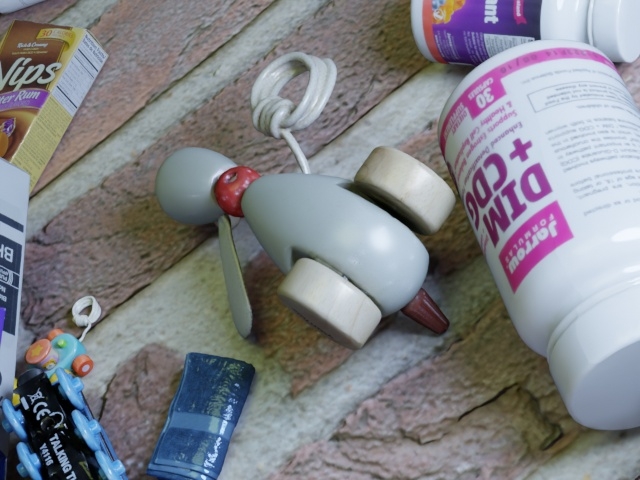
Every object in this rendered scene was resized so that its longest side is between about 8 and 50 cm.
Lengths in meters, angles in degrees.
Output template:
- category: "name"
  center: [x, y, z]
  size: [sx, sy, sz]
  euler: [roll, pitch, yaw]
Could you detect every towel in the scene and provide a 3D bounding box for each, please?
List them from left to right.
- category: "towel"
  center: [-0.103, 0.155, 1.288]
  size: [0.067, 0.029, 0.119]
  euler: [6, 63, 29]

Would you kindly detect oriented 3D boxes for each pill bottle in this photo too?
- category: "pill bottle"
  center: [0.187, -0.204, 1.321]
  size: [0.193, 0.108, 0.108]
  euler: [9, 65, 30]
- category: "pill bottle"
  center: [0.205, -0.007, 1.153]
  size: [0.160, 0.160, 0.283]
  euler: [-26, 52, 9]

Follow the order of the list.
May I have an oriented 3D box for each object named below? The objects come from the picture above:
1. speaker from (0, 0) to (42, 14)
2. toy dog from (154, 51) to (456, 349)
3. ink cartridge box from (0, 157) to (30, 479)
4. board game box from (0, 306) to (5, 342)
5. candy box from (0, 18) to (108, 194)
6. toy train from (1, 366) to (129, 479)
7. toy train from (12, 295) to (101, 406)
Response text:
- category: "speaker"
  center: [-0.303, -0.297, 1.659]
  size: [0.136, 0.055, 0.055]
  euler: [-17, 54, 17]
- category: "toy dog"
  center: [0.000, 0.000, 1.288]
  size: [0.220, 0.161, 0.334]
  euler: [-40, 36, 2]
- category: "ink cartridge box"
  center: [-0.356, 0.094, 1.381]
  size: [0.165, 0.065, 0.333]
  euler: [-19, 60, 29]
- category: "board game box"
  center: [-0.404, 0.215, 1.281]
  size: [0.233, 0.078, 0.347]
  euler: [5, 86, 32]
- category: "candy box"
  center: [-0.316, -0.141, 1.569]
  size: [0.109, 0.053, 0.187]
  euler: [12, 65, 32]
- category: "toy train"
  center: [-0.209, 0.191, 1.269]
  size: [0.080, 0.105, 0.184]
  euler: [-31, 51, -6]
- category: "toy train"
  center: [-0.291, 0.101, 1.406]
  size: [0.166, 0.046, 0.125]
  euler: [-15, 55, 18]
